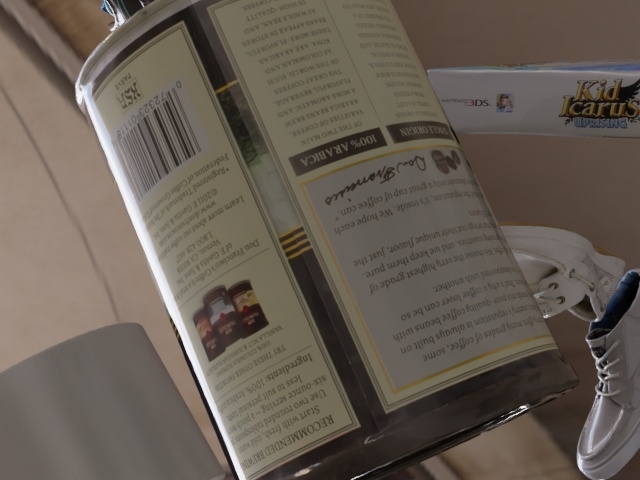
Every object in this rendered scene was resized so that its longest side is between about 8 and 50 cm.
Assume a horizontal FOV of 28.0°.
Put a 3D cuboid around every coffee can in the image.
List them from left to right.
[{"bbox_3d":[0.000,0.000,0.749,0.202,0.201,0.275,-11,-108,-46],"label":"coffee can"}]

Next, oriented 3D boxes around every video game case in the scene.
[{"bbox_3d":[0.263,-0.128,1.128,0.269,0.244,0.061,-14,-76,-55],"label":"video game case"}]

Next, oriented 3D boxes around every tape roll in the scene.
[{"bbox_3d":[-0.234,0.208,1.200,0.246,0.246,0.169,-18,-107,-46],"label":"tape roll"}]

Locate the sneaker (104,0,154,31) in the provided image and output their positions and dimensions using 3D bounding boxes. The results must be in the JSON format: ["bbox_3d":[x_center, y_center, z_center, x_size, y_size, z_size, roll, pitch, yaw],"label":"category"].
[{"bbox_3d":[-0.095,-0.175,0.942,0.267,0.106,0.101,57,-142,-78],"label":"sneaker"}]

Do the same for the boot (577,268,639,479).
[{"bbox_3d":[0.365,0.161,1.603,0.123,0.095,0.258,37,-105,-25],"label":"boot"}]

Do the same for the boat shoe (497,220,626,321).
[{"bbox_3d":[0.261,0.041,1.454,0.277,0.098,0.096,18,-99,-46],"label":"boat shoe"}]

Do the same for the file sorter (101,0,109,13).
[{"bbox_3d":[-0.150,-0.308,1.484,0.104,0.170,0.118,46,-150,-38],"label":"file sorter"}]
